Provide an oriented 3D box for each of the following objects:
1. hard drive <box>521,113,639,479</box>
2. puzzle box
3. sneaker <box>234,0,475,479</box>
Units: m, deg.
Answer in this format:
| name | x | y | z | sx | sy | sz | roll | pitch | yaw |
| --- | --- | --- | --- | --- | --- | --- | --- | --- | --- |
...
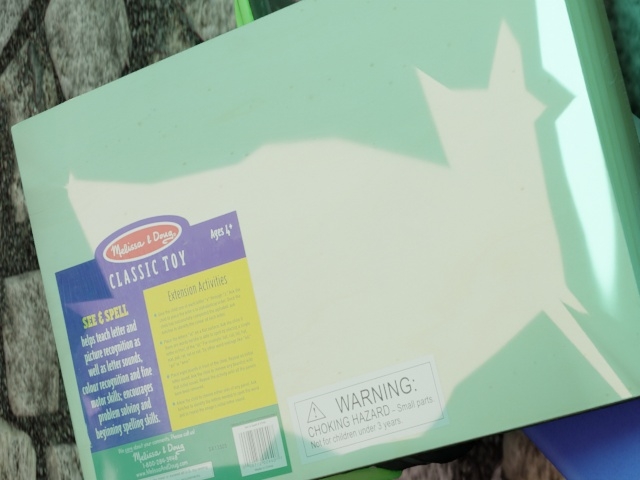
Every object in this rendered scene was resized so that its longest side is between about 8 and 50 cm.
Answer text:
| name | x | y | z | sx | sy | sz | roll | pitch | yaw |
| --- | --- | --- | --- | --- | --- | --- | --- | --- | --- |
| hard drive | 0.210 | 0.087 | 1.053 | 0.319 | 0.040 | 0.210 | 49 | 134 | 49 |
| puzzle box | 0.000 | 0.000 | 1.136 | 0.409 | 0.052 | 0.272 | -18 | 81 | 34 |
| sneaker | 0.054 | -0.080 | 1.239 | 0.202 | 0.185 | 0.483 | 5 | 95 | 33 |
